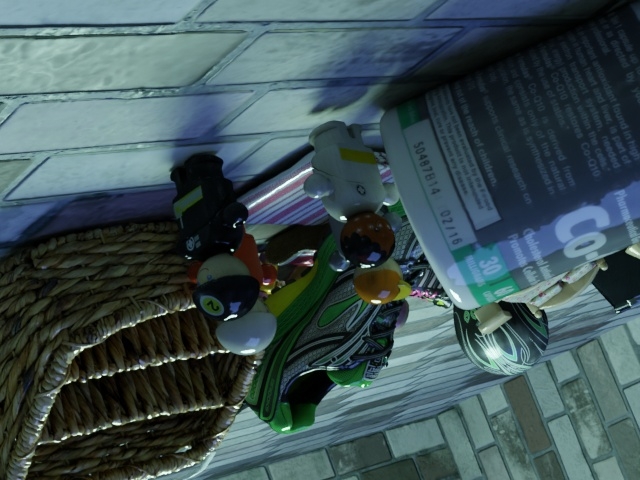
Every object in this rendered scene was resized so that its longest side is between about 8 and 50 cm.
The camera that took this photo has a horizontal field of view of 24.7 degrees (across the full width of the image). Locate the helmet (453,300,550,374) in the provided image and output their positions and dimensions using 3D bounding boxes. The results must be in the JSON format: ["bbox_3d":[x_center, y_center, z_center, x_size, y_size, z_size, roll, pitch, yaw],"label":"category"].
[{"bbox_3d":[0.311,0.151,2.506,0.169,0.161,0.169,-20,167,-5],"label":"helmet"}]

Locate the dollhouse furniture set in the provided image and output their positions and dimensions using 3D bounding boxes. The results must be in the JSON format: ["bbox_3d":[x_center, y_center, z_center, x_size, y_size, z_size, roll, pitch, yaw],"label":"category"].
[{"bbox_3d":[0.362,0.068,2.060,0.355,0.174,0.303,-39,161,16],"label":"dollhouse furniture set"}]

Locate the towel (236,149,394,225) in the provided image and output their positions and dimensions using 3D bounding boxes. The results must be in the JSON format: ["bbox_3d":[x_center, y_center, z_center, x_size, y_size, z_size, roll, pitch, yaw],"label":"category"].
[{"bbox_3d":[0.003,-0.056,1.490,0.144,0.029,0.197,-30,161,34],"label":"towel"}]

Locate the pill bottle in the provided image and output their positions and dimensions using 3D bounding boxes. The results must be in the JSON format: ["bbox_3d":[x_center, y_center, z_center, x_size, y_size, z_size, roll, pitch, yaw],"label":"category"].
[{"bbox_3d":[0.253,-0.093,1.322,0.361,0.204,0.204,-23,167,10],"label":"pill bottle"}]

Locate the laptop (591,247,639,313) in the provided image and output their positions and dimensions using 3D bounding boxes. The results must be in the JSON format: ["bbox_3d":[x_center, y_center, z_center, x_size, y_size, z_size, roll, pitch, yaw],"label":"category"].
[{"bbox_3d":[0.608,-0.069,2.397,0.382,0.236,0.408,-25,-165,21],"label":"laptop"}]

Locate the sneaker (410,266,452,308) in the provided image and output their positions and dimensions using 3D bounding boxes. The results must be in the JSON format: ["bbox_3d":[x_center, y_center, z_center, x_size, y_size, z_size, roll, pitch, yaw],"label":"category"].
[{"bbox_3d":[0.159,0.067,2.121,0.170,0.075,0.063,-16,166,-20],"label":"sneaker"}]

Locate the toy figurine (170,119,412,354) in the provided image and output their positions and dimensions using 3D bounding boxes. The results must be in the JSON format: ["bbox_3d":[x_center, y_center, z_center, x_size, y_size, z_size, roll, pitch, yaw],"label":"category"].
[{"bbox_3d":[-0.024,0.005,1.343,0.209,0.148,0.213,-15,160,-2],"label":"toy figurine"}]

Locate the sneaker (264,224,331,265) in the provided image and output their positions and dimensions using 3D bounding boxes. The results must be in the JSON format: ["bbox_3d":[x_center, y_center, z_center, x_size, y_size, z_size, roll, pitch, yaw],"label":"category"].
[{"bbox_3d":[0.000,0.000,1.670,0.118,0.042,0.067,-20,166,35],"label":"sneaker"}]

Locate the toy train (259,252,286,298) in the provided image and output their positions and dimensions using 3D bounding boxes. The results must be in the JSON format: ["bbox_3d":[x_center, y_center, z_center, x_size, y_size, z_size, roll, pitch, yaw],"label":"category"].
[{"bbox_3d":[-0.084,0.079,1.689,0.166,0.125,0.046,-16,165,-5],"label":"toy train"}]

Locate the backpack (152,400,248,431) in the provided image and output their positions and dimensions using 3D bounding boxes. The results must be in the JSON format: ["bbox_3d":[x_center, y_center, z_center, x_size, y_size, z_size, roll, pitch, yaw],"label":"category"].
[{"bbox_3d":[-0.160,0.213,2.140,0.182,0.115,0.152,-34,173,42],"label":"backpack"}]

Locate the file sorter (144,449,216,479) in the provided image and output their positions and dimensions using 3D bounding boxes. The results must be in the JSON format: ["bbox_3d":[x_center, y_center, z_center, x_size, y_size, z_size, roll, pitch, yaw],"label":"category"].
[{"bbox_3d":[-0.237,0.238,1.774,0.173,0.277,0.193,-22,168,-16],"label":"file sorter"}]

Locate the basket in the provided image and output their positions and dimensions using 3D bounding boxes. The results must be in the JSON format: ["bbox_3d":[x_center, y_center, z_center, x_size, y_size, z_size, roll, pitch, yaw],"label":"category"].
[{"bbox_3d":[-0.184,0.116,1.462,0.213,0.223,0.299,-31,163,37],"label":"basket"}]

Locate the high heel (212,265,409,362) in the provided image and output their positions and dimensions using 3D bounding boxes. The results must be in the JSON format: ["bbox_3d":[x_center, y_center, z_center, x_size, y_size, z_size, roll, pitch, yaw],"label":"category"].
[{"bbox_3d":[-0.084,0.093,1.883,0.377,0.127,0.181,-23,139,28],"label":"high heel"}]

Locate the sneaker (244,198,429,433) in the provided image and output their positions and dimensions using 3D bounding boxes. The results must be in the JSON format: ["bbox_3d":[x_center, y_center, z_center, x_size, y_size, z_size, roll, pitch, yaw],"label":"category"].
[{"bbox_3d":[0.050,0.075,1.577,0.343,0.146,0.134,-45,149,16],"label":"sneaker"}]
